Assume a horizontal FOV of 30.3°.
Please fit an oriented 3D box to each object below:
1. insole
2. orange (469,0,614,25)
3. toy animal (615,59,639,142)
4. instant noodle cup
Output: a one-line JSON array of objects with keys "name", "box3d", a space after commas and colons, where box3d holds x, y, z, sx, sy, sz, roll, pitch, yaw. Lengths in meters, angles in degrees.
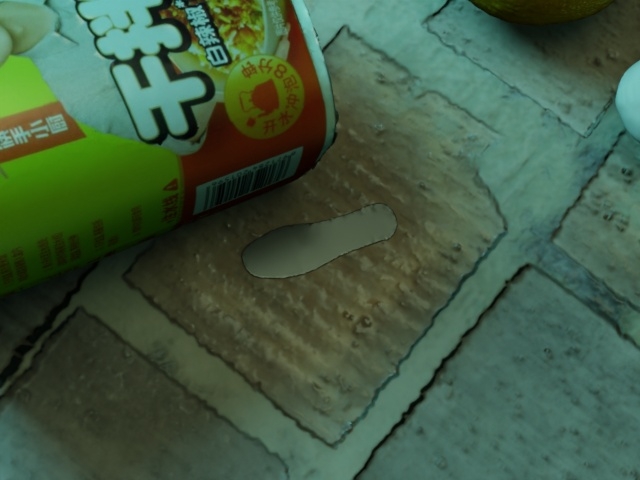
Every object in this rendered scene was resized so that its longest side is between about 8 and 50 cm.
[{"name": "insole", "box3d": [0.000, 0.000, 0.986, 0.135, 0.002, 0.045, -19, 76, -9]}, {"name": "orange", "box3d": [0.192, -0.280, 0.989, 0.206, 0.206, 0.206, 1, 72, -3]}, {"name": "toy animal", "box3d": [0.386, -0.156, 0.877, 0.241, 0.367, 0.196, -10, 76, -18]}, {"name": "instant noodle cup", "box3d": [-0.170, -0.106, 0.887, 0.307, 0.294, 0.294, -17, 74, -17]}]
